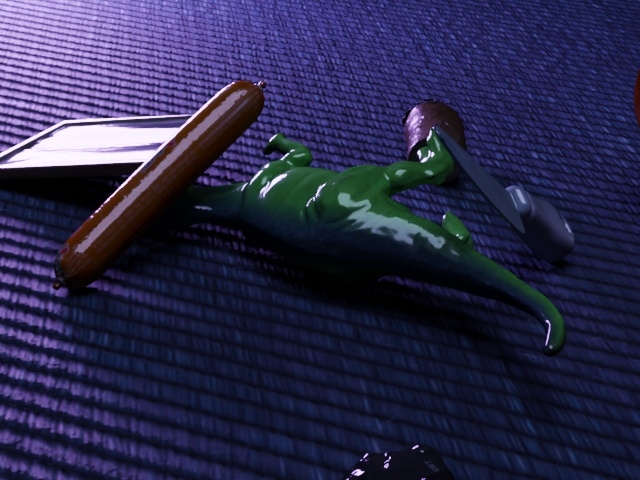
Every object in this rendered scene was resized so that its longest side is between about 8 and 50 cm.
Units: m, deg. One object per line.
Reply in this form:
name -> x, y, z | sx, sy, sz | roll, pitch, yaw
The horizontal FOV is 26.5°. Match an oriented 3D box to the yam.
yam -> 0.148, -0.124, 1.744 | 0.084, 0.084, 0.127 | 5, 29, 0

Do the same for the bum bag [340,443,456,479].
bum bag -> 0.084, 0.219, 1.020 | 0.087, 0.049, 0.198 | -29, 35, -12

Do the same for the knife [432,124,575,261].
knife -> 0.194, -0.038, 1.407 | 0.331, 0.044, 0.080 | 27, 37, -58

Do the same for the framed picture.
framed picture -> -0.246, -0.116, 1.638 | 0.289, 0.016, 0.213 | -1, 21, 24

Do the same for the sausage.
sausage -> -0.167, -0.066, 1.446 | 0.053, 0.053, 0.348 | 21, 54, 32

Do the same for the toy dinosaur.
toy dinosaur -> 0.000, 0.000, 1.377 | 0.375, 0.144, 0.500 | -5, 21, -10

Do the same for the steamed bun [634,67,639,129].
steamed bun -> 0.587, -0.152, 1.673 | 0.379, 0.248, 0.235 | -15, 30, -19
